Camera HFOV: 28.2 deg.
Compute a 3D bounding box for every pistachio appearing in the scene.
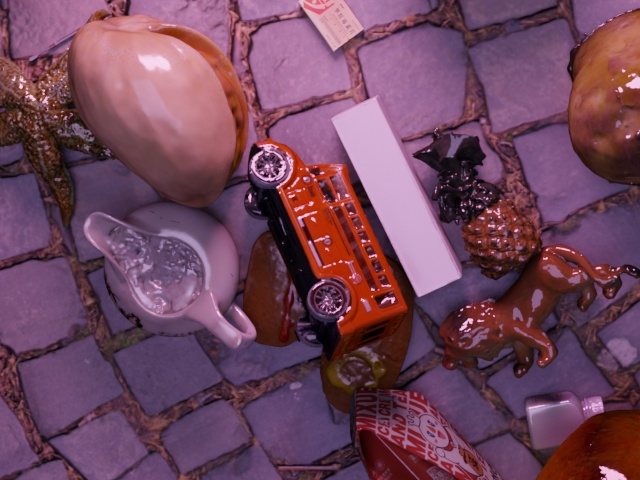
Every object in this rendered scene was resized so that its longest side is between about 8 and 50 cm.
[{"bbox_3d":[-0.235,-0.198,1.857,0.230,0.230,0.309,-35,105,12],"label":"pistachio"}]

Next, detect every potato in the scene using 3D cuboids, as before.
[{"bbox_3d":[0.491,-0.186,1.761,0.289,0.237,0.301,-43,94,12],"label":"potato"}]

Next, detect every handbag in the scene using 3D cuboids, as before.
[{"bbox_3d":[0.153,0.349,1.921,0.151,0.171,0.298,-39,106,11],"label":"handbag"}]

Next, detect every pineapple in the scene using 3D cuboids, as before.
[{"bbox_3d":[0.229,-0.063,1.889,0.119,0.111,0.237,-36,90,-14],"label":"pineapple"}]

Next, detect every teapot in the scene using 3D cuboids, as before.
[{"bbox_3d":[-0.214,0.056,1.940,0.299,0.166,0.208,38,91,9],"label":"teapot"}]

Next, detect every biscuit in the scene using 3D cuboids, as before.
[{"bbox_3d":[0.003,0.128,1.975,0.277,0.052,0.262,17,102,3],"label":"biscuit"}]

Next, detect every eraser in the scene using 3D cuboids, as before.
[{"bbox_3d":[0.117,-0.067,1.910,0.076,0.078,0.298,-25,97,11],"label":"eraser"}]

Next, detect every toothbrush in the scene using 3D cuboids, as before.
[{"bbox_3d":[-0.408,-0.302,1.962,0.097,0.008,0.006,-29,97,10],"label":"toothbrush"}]

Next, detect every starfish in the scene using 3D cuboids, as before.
[{"bbox_3d":[-0.442,-0.177,1.954,0.358,0.078,0.347,-20,104,7],"label":"starfish"}]

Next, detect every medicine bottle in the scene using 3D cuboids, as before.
[{"bbox_3d":[0.378,0.273,1.958,0.118,0.055,0.074,-12,99,10],"label":"medicine bottle"}]

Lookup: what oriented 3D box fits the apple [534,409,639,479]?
[{"bbox_3d":[0.457,0.435,1.828,0.384,0.374,0.374,8,104,-25],"label":"apple"}]

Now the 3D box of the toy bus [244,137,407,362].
[{"bbox_3d":[0.000,0.000,1.870,0.153,0.143,0.329,-20,71,-15],"label":"toy bus"}]

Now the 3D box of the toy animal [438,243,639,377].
[{"bbox_3d":[0.310,0.100,1.906,0.157,0.097,0.312,39,106,-8],"label":"toy animal"}]

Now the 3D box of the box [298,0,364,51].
[{"bbox_3d":[0.016,-0.336,1.901,0.058,0.015,0.093,-34,96,14],"label":"box"}]
